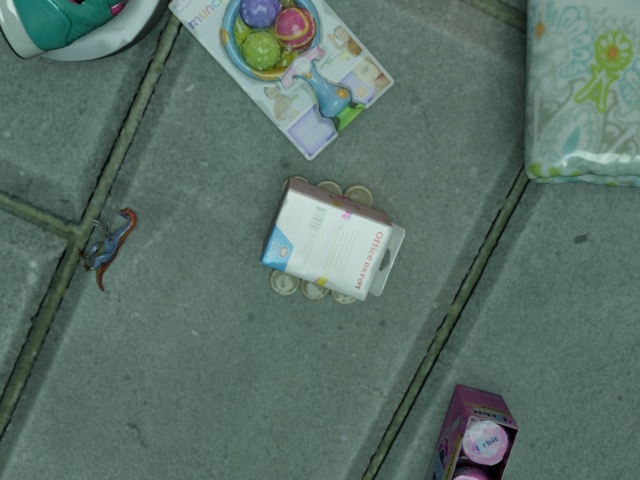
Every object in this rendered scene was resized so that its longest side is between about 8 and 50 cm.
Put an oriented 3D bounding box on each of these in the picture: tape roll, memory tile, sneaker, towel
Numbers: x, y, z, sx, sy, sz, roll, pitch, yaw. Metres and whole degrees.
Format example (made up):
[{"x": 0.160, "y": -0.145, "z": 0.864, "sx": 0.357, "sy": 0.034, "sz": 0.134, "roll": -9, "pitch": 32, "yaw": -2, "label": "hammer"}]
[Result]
[{"x": -0.270, "y": -0.306, "z": 1.096, "sx": 0.219, "sy": 0.072, "sz": 0.219, "roll": 0, "pitch": 103, "yaw": 0, "label": "tape roll"}, {"x": 0.000, "y": 0.000, "z": 1.195, "sx": 0.113, "sy": 0.012, "sz": 0.148, "roll": 7, "pitch": 102, "yaw": -2, "label": "memory tile"}, {"x": -0.260, "y": -0.341, "z": 0.986, "sx": 0.178, "sy": 0.124, "sz": 0.296, "roll": -13, "pitch": 110, "yaw": 7, "label": "sneaker"}, {"x": 0.405, "y": -0.213, "z": 1.064, "sx": 0.374, "sy": 0.090, "sz": 0.321, "roll": 3, "pitch": 79, "yaw": 0, "label": "towel"}]

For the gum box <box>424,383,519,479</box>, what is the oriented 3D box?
[{"x": 0.171, "y": 0.283, "z": 1.208, "sx": 0.062, "sy": 0.107, "sz": 0.188, "roll": 15, "pitch": 101, "yaw": -4, "label": "gum box"}]

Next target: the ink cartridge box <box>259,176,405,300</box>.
[{"x": 0.015, "y": 0.000, "z": 1.141, "sx": 0.143, "sy": 0.090, "sz": 0.092, "roll": 21, "pitch": 101, "yaw": -6, "label": "ink cartridge box"}]

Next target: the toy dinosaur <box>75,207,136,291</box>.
[{"x": -0.248, "y": 0.002, "z": 1.189, "sx": 0.082, "sy": 0.047, "sz": 0.090, "roll": -29, "pitch": 134, "yaw": -4, "label": "toy dinosaur"}]

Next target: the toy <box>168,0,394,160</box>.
[{"x": -0.040, "y": -0.220, "z": 1.123, "sx": 0.137, "sy": 0.056, "sz": 0.237, "roll": -43, "pitch": 101, "yaw": 0, "label": "toy"}]
